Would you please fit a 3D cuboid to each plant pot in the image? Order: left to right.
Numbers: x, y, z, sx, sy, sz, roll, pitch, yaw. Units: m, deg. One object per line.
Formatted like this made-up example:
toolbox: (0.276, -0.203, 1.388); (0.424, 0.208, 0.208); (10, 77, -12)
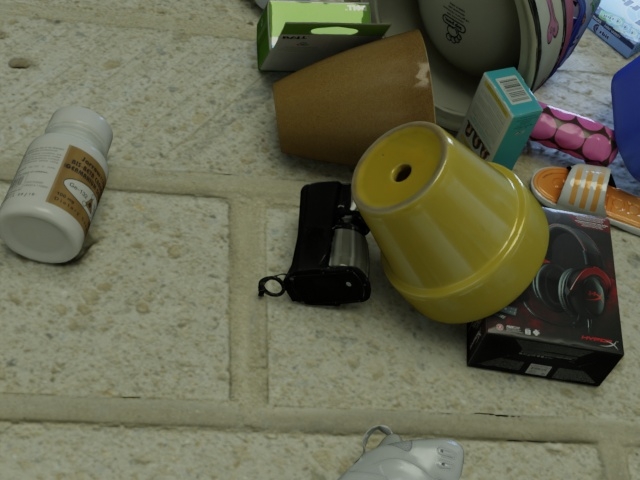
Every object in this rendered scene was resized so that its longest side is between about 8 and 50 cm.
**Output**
plant pot: (0.052, -0.222, 1.720); (0.254, 0.237, 0.237); (-7, 55, -1)
plant pot: (0.173, -0.040, 1.510); (0.254, 0.239, 0.254); (-23, 46, 26)

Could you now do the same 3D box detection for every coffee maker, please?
coffee maker: (0.000, 0.000, 1.593); (0.171, 0.120, 0.178); (9, 52, -5)

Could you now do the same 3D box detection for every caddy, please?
caddy: (0.659, -0.220, 1.814); (0.241, 0.179, 0.341); (29, 48, -26)

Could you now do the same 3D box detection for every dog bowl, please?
dog bowl: (0.257, -0.399, 1.764); (0.150, 0.408, 0.408); (-30, 65, -32)

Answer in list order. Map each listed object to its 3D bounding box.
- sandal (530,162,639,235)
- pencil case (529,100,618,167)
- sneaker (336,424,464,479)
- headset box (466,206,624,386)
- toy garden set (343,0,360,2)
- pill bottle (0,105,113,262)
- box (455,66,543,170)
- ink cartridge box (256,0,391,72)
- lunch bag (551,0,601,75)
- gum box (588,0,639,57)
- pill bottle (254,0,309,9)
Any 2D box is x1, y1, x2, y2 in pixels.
sandal: (0.504, -0.086, 1.794); (0.265, 0.076, 0.102); (18, 52, 1)
pencil case: (0.433, -0.192, 1.846); (0.209, 0.098, 0.095); (23, 57, 2)
sneaker: (0.169, 0.390, 1.330); (0.366, 0.137, 0.210); (28, 56, 13)
headset box: (0.349, 0.066, 1.626); (0.218, 0.110, 0.293); (10, 53, -4)
toy garden set: (0.137, -0.451, 1.999); (0.204, 0.049, 0.244); (-5, 56, -16)
pill bottle: (-0.398, -0.091, 1.565); (0.131, 0.131, 0.229); (13, 52, -3)
box: (0.281, -0.164, 1.696); (0.060, 0.244, 0.100); (-14, 59, -21)
ink cartridge box: (0.002, -0.373, 1.776); (0.189, 0.255, 0.097); (-1, 81, -13)
lunch bag: (0.368, -0.469, 1.941); (0.303, 0.243, 0.115); (37, 55, 14)
gum box: (0.643, -0.472, 2.131); (0.184, 0.041, 0.157); (-31, 66, -31)
pill bottle: (-0.103, -0.506, 1.953); (0.103, 0.103, 0.184); (-30, 65, -29)
